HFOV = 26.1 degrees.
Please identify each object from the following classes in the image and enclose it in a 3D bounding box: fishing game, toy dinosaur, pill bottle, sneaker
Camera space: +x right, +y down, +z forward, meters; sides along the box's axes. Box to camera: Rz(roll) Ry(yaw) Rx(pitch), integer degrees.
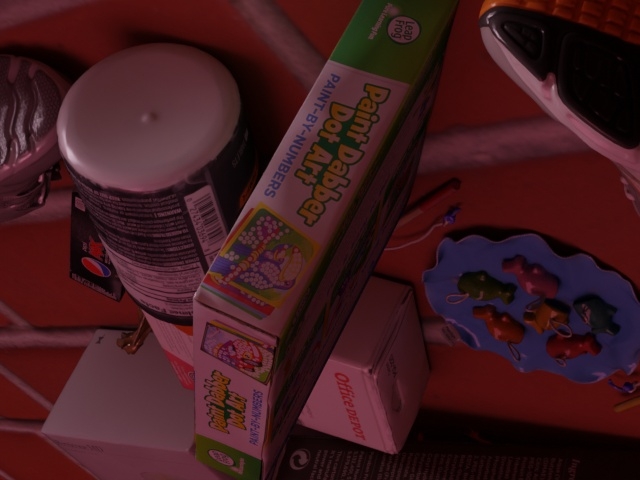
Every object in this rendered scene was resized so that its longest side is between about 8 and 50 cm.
[{"bbox_3d":[0.157,0.059,1.042,0.264,0.041,0.189,34,149,-15],"label":"fishing game"},{"bbox_3d":[-0.146,0.049,1.221,0.053,0.092,0.183,25,153,2],"label":"toy dinosaur"},{"bbox_3d":[-0.101,-0.022,1.024,0.131,0.130,0.245,17,151,18],"label":"pill bottle"},{"bbox_3d":[0.190,-0.050,0.768,0.262,0.099,0.121,32,156,-8],"label":"sneaker"},{"bbox_3d":[-0.257,-0.076,1.134,0.115,0.105,0.281,8,164,-36],"label":"sneaker"}]

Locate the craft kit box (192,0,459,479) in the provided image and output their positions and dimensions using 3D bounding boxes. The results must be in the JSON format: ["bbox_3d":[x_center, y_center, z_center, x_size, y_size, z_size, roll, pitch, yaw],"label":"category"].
[{"bbox_3d":[0.000,0.000,0.845,0.061,0.249,0.246,25,152,6],"label":"craft kit box"}]

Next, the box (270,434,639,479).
[{"bbox_3d":[0.152,0.287,1.280,0.382,0.143,0.191,-4,143,30],"label":"box"}]

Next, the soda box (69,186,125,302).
[{"bbox_3d":[-0.178,-0.014,1.177,0.053,0.060,0.169,25,152,1],"label":"soda box"}]

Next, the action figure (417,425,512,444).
[{"bbox_3d":[0.149,0.196,1.295,0.115,0.030,0.038,4,151,28],"label":"action figure"}]

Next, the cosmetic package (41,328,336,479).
[{"bbox_3d":[-0.124,0.210,1.437,0.224,0.138,0.224,-1,141,41],"label":"cosmetic package"}]

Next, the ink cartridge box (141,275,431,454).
[{"bbox_3d":[-0.025,0.086,1.185,0.218,0.092,0.158,17,151,22],"label":"ink cartridge box"}]
